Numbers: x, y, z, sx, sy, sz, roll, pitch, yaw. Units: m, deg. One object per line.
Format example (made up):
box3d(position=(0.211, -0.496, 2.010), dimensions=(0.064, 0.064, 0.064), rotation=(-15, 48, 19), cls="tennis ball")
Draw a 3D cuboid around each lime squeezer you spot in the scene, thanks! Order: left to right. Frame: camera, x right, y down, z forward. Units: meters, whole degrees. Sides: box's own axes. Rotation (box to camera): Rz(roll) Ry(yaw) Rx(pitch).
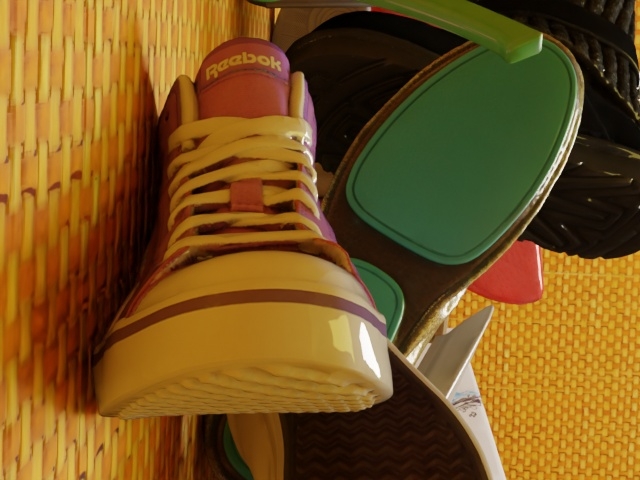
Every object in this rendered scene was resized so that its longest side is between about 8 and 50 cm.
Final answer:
box3d(position=(-0.020, -0.184, 0.703), dimensions=(0.310, 0.110, 0.059), rotation=(59, 2, 31), cls="lime squeezer")

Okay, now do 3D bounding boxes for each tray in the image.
box3d(position=(0.041, 0.154, 0.907), dimensions=(0.270, 0.030, 0.145), rotation=(-51, 164, -54), cls="tray")

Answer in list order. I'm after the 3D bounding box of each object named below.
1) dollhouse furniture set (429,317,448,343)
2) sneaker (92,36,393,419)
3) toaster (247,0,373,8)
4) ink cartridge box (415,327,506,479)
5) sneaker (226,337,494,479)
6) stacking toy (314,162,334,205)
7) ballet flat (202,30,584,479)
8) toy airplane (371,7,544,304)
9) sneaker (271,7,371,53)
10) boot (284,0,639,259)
box3d(position=(0.028, 0.132, 1.217), dimensions=(0.212, 0.161, 0.242), rotation=(89, 4, -53), cls="dollhouse furniture set")
box3d(position=(-0.037, -0.010, 0.557), dimensions=(0.282, 0.102, 0.161), rotation=(149, -59, -81), cls="sneaker")
box3d(position=(0.024, -0.229, 0.964), dimensions=(0.227, 0.146, 0.129), rotation=(-81, 172, -65), cls="toaster")
box3d(position=(0.095, 0.273, 1.713), dimensions=(0.198, 0.197, 0.270), rotation=(94, -13, -47), cls="ink cartridge box")
box3d(position=(0.017, 0.115, 0.733), dimensions=(0.123, 0.106, 0.290), rotation=(84, -15, -53), cls="sneaker")
box3d(position=(-0.002, 0.109, 1.032), dimensions=(0.141, 0.141, 0.330), rotation=(88, 10, -59), cls="stacking toy")
box3d(position=(0.042, 0.016, 0.902), dimensions=(0.348, 0.123, 0.123), rotation=(-56, 170, -11), cls="ballet flat")
box3d(position=(0.072, -0.120, 1.392), dimensions=(0.384, 0.272, 0.386), rotation=(54, -3, 23), cls="toy airplane")
box3d(position=(-0.007, -0.134, 1.236), dimensions=(0.121, 0.079, 0.217), rotation=(-109, -150, -89), cls="sneaker")
box3d(position=(0.115, -0.146, 1.082), dimensions=(0.131, 0.348, 0.260), rotation=(-37, -137, 41), cls="boot")
